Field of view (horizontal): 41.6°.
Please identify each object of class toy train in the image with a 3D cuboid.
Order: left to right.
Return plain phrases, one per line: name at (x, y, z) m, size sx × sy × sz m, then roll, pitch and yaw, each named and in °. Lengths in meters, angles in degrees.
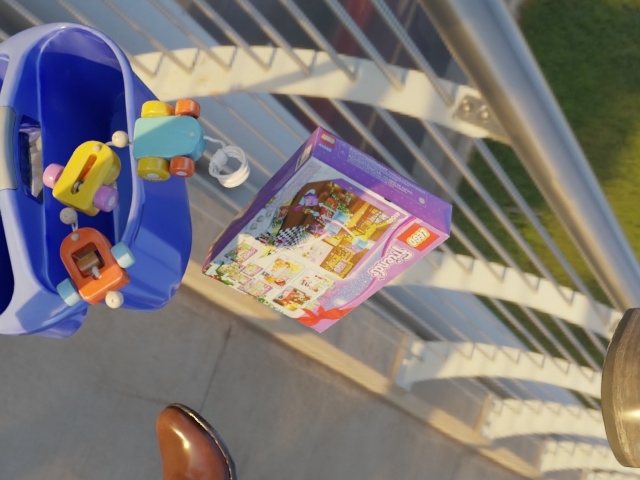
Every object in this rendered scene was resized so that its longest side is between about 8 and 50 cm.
toy train at (-0.135, -0.028, 0.630) m, size 0.166 × 0.125 × 0.046 m, roll -38°, pitch 161°, yaw -5°

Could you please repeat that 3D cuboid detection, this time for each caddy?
caddy at (-0.275, -0.060, 0.867) m, size 0.179 × 0.241 × 0.342 m, roll 46°, pitch 30°, yaw -62°

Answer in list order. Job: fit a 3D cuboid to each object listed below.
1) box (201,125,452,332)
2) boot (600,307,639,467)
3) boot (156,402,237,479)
box at (0.000, 0.000, 1.088) m, size 0.200 × 0.293 × 0.057 m, roll 29°, pitch 47°, yaw -19°
boot at (0.278, 0.037, 0.407) m, size 0.263 × 0.228 × 0.091 m, roll -48°, pitch 121°, yaw -44°
boot at (-0.221, 0.362, 1.027) m, size 0.280 × 0.096 × 0.264 m, roll -17°, pitch 93°, yaw -51°
